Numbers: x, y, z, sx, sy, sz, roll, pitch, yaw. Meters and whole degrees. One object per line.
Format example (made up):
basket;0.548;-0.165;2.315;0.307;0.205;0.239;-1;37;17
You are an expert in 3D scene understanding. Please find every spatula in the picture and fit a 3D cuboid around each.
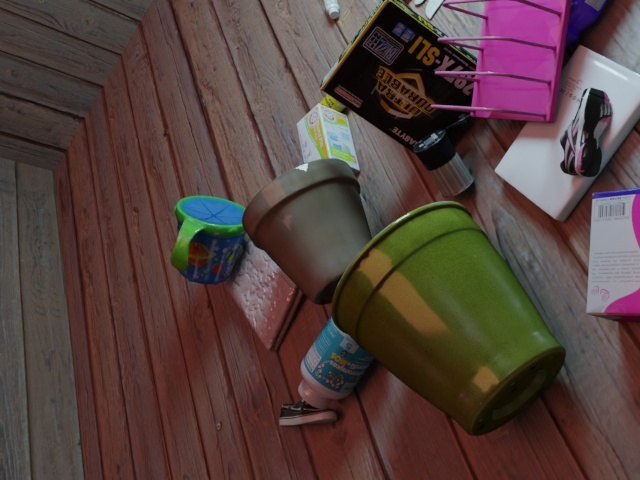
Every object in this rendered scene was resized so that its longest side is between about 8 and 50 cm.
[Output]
spatula;0.314;-0.718;1.856;0.242;0.019;0.168;-55;42;24

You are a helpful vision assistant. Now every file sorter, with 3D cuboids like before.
file sorter;0.354;-0.397;1.440;0.202;0.182;0.290;17;105;50

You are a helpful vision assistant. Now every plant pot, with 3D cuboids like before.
plant pot;0.000;0.000;1.814;0.323;0.323;0.280;-44;64;34
plant pot;0.271;0.172;1.395;0.353;0.366;0.366;48;116;33

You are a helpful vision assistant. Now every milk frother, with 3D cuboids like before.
milk frother;0.306;-0.197;1.618;0.143;0.134;0.129;-27;22;24

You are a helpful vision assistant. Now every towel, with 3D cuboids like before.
towel;-0.159;0.110;2.122;0.332;0.053;0.317;49;121;47

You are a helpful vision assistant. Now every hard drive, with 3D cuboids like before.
hard drive;0.507;-0.218;1.438;0.307;0.040;0.203;-59;41;19

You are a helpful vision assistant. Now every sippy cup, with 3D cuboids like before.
sippy cup;-0.345;0.007;2.203;0.240;0.306;0.224;41;125;47

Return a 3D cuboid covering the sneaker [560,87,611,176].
sneaker;0.495;-0.208;1.365;0.077;0.072;0.178;1;73;61

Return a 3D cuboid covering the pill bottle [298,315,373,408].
pill bottle;0.046;0.288;1.756;0.264;0.146;0.146;-59;41;20

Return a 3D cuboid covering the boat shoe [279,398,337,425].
boat shoe;-0.039;0.447;1.864;0.219;0.078;0.070;-21;64;48

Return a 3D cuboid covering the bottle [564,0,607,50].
bottle;0.526;-0.499;1.463;0.118;0.092;0.282;47;115;45

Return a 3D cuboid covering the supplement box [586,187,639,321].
supplement box;0.549;0.030;1.250;0.111;0.114;0.220;-4;74;49

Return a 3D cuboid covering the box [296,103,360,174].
box;0.019;-0.263;1.993;0.103;0.114;0.203;-37;50;38

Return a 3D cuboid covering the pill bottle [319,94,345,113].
pill bottle;0.033;-0.389;2.056;0.116;0.065;0.065;-42;49;36

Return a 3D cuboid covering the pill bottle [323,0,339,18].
pill bottle;0.035;-0.718;2.178;0.043;0.043;0.083;-38;52;38

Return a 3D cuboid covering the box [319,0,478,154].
box;0.203;-0.367;1.641;0.257;0.322;0.079;-50;17;27
